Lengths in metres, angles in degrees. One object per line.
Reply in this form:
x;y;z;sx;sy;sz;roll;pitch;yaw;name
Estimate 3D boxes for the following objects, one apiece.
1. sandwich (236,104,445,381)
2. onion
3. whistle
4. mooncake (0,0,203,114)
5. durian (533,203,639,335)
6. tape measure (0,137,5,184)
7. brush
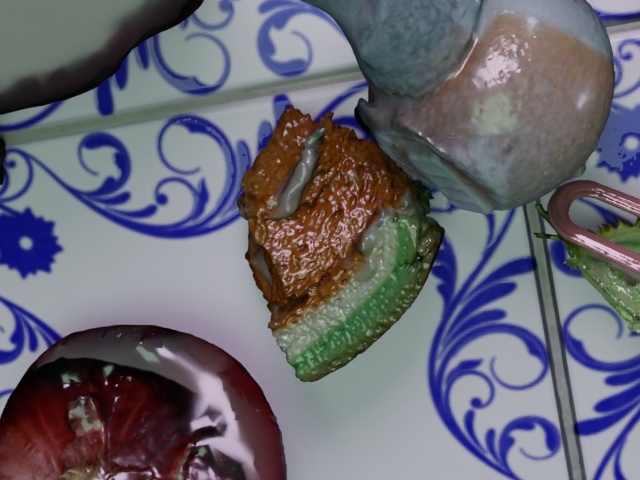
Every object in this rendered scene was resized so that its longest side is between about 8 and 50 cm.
-0.004;0.008;1.135;0.160;0.109;0.185;34;109;-7;sandwich
-0.147;0.205;1.200;0.272;0.195;0.272;-4;72;14;onion
0.081;-0.147;1.008;0.189;0.189;0.348;-42;125;18;whistle
-0.264;-0.269;1.004;0.350;0.212;0.381;-24;101;-4;mooncake
0.256;0.039;1.116;0.215;0.100;0.086;39;112;20;durian
-0.427;-0.074;1.144;0.330;0.164;0.084;0;77;6;tape measure
0.277;0.013;1.081;0.233;0.103;0.047;26;147;13;brush
